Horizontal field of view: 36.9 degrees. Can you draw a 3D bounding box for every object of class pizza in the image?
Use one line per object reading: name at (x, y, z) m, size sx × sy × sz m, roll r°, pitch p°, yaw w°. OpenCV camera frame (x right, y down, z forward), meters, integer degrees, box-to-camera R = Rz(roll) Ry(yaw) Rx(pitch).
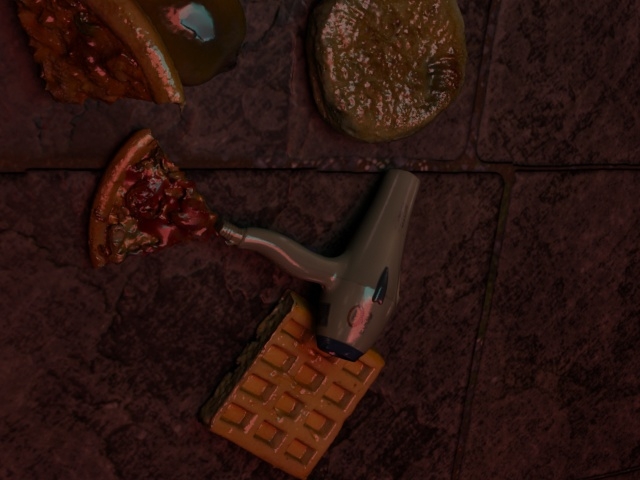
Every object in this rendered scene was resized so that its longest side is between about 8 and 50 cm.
pizza at (-0.286, -0.232, 1.127) m, size 0.292 × 0.197 × 0.058 m, roll 44°, pitch 41°, yaw -2°
pizza at (-0.210, -0.047, 1.294) m, size 0.193 × 0.053 × 0.200 m, roll 7°, pitch 104°, yaw -31°

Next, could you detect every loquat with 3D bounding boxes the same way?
loquat at (-0.179, -0.276, 1.178) m, size 0.195 × 0.152 × 0.152 m, roll 38°, pitch 87°, yaw -26°

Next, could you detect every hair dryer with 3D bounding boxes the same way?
hair dryer at (0.034, -0.013, 1.412) m, size 0.298 × 0.119 × 0.296 m, roll 49°, pitch 67°, yaw -21°

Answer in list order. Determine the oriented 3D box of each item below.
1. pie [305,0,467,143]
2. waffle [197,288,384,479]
pie at (0.095, -0.274, 1.378) m, size 0.277 × 0.078 × 0.276 m, roll -7°, pitch 106°, yaw -27°
waffle at (-0.038, 0.230, 1.492) m, size 0.221 × 0.055 × 0.247 m, roll 36°, pitch 87°, yaw -33°
